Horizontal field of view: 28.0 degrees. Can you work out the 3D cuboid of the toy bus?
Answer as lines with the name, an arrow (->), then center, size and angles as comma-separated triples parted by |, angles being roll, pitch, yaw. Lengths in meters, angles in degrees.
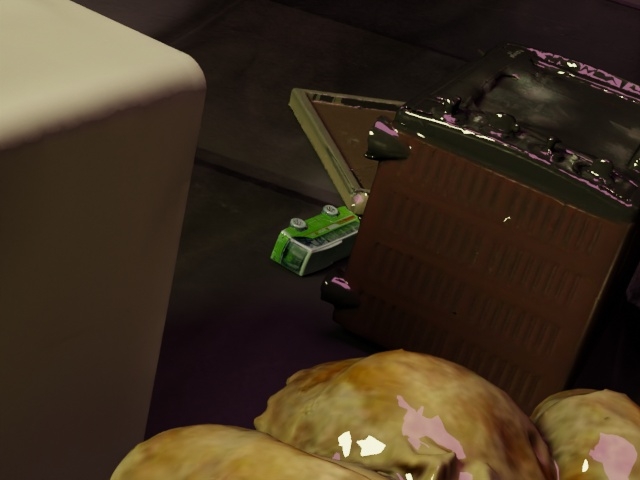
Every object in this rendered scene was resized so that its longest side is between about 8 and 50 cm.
toy bus -> 0.000, 0.000, 0.957 | 0.037, 0.031, 0.083 | 37, 33, 21

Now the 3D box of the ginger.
ginger -> 0.046, 0.139, 0.564 | 0.244, 0.155, 0.304 | 20, 28, 16

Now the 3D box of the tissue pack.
tissue pack -> -0.172, 0.015, 0.598 | 0.159, 0.246, 0.136 | 28, 30, 24

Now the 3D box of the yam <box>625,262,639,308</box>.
yam -> 0.428, 0.012, 0.929 | 0.348, 0.241, 0.241 | 21, 27, 8

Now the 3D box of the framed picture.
framed picture -> 0.145, -0.072, 1.180 | 0.315, 0.024, 0.232 | 6, 27, -18

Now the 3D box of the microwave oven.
microwave oven -> 0.140, -0.026, 0.899 | 0.178, 0.188, 0.247 | 22, 28, 16
